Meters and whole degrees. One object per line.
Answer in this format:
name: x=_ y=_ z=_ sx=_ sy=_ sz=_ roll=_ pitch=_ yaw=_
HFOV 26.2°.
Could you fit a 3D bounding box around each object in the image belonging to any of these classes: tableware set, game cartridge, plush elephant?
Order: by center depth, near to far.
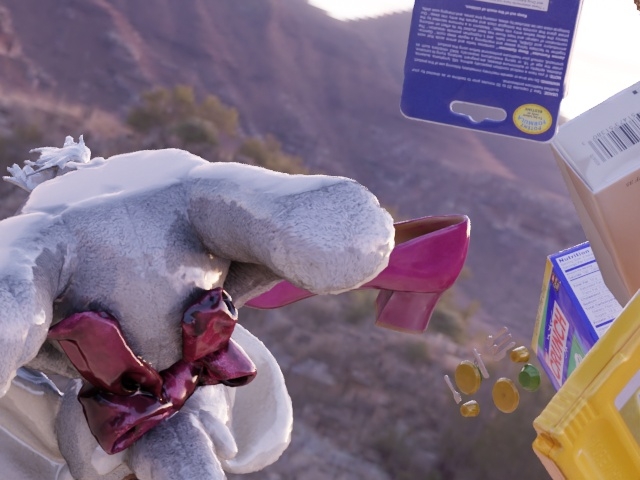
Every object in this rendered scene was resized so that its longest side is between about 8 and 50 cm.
plush elephant: x=-0.117 y=0.085 z=0.908 sx=0.272 sy=0.255 sz=0.330 roll=-19 pitch=21 yaw=-18
game cartridge: x=0.392 y=0.181 z=1.577 sx=0.053 sy=0.323 sz=0.285 roll=27 pitch=-19 yaw=45
tableware set: x=0.241 y=0.195 z=1.902 sx=0.024 sy=0.154 sz=0.104 roll=-5 pitch=59 yaw=-41

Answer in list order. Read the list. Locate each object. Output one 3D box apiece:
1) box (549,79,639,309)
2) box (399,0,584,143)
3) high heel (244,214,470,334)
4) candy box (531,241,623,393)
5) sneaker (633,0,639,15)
box: x=0.400 y=-0.033 z=1.682 sx=0.311 sy=0.148 sz=0.121 roll=56 pitch=4 yaw=-46
box: x=0.145 y=-0.200 z=1.114 sx=0.136 sy=0.225 sz=0.036 roll=12 pitch=15 yaw=13
high heel: x=0.000 y=0.000 z=1.777 sx=0.377 sy=0.181 sz=0.127 roll=11 pitch=31 yaw=-17
candy box: x=0.435 y=0.195 z=2.022 sx=0.122 sy=0.268 sz=0.317 roll=-17 pitch=55 yaw=-8
sneaker: x=0.366 y=-0.221 z=1.347 sx=0.185 sy=0.084 sz=0.069 roll=65 pitch=7 yaw=14
